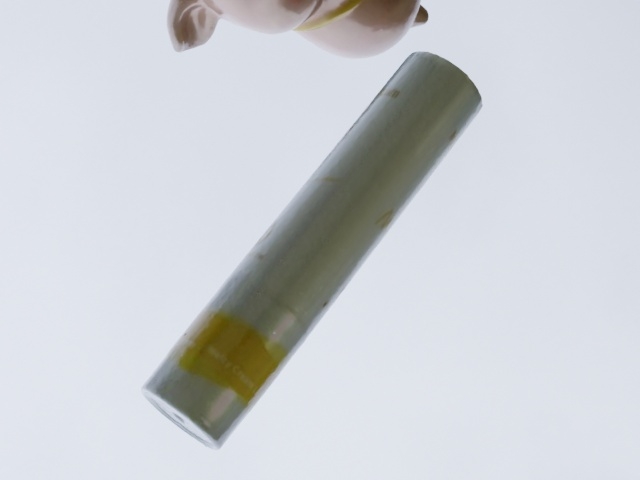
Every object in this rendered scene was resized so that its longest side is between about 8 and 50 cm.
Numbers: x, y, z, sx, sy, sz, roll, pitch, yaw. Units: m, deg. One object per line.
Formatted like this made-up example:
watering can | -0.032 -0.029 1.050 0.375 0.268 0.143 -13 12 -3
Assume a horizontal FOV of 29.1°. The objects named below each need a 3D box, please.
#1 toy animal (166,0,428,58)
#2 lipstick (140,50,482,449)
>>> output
toy animal | -0.003 -0.238 1.055 0.248 0.149 0.165 9 -109 -29
lipstick | 0.000 0.000 0.715 0.059 0.059 0.264 43 -109 -16
